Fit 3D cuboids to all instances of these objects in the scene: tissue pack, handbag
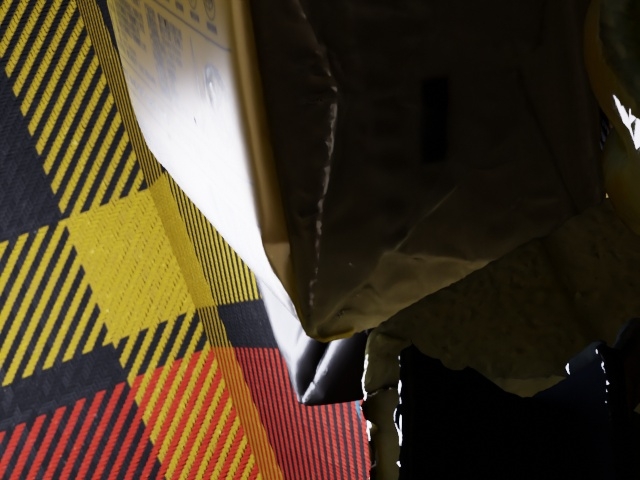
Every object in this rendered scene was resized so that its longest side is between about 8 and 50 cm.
[{"bbox_3d":[0.000,-0.148,0.821,0.382,0.228,0.293,-137,34,-60],"label":"tissue pack"},{"bbox_3d":[0.000,0.000,1.270,0.257,0.113,0.285,107,146,-58],"label":"handbag"},{"bbox_3d":[0.083,0.176,0.486,0.326,0.118,0.269,73,-161,-66],"label":"handbag"}]

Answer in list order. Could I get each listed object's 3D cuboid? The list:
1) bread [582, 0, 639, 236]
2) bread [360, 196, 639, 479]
[{"bbox_3d":[0.210,-0.015,0.417,0.333,0.160,0.333,60,166,26],"label":"bread"},{"bbox_3d":[0.151,0.147,0.696,0.198,0.236,0.263,-129,22,-48],"label":"bread"}]
